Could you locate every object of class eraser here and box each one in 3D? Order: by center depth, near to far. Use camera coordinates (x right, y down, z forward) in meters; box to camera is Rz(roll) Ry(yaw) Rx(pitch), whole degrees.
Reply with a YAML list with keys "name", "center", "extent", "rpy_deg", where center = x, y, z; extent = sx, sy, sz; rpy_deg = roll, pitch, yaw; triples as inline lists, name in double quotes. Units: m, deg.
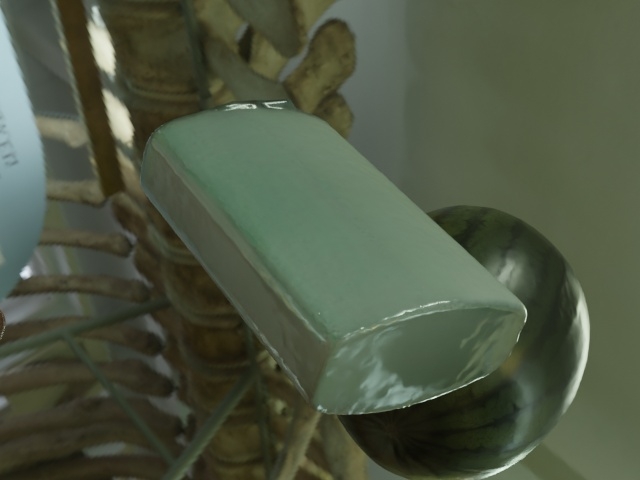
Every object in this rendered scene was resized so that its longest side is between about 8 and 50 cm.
- name: "eraser"
  center: [0.000, 0.000, 0.762]
  extent: [0.290, 0.189, 0.104]
  rpy_deg: [47, -53, 40]

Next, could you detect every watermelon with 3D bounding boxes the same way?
- name: "watermelon"
  center: [0.154, 0.105, 1.085]
  extent: [0.279, 0.359, 0.279]
  rpy_deg: [17, -49, 21]

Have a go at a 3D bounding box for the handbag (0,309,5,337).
- name: "handbag"
  center: [-0.332, 0.091, 0.647]
  extent: [0.059, 0.212, 0.157]
  rpy_deg: [34, -76, 40]
